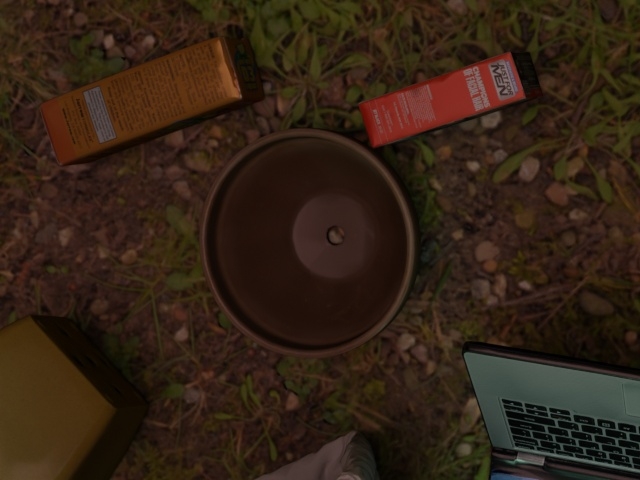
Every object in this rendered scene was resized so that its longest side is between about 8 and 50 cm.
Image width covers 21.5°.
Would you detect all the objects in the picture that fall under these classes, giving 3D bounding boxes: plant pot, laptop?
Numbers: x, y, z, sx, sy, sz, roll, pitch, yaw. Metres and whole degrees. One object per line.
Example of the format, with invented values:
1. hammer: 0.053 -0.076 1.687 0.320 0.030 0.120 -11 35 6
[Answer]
1. plant pot: -0.317 0.196 1.858 0.187 0.212 0.212 -45 80 5
2. laptop: 0.323 0.309 1.630 0.381 0.408 0.236 8 65 17
3. plant pot: 0.000 0.000 1.772 0.237 0.110 0.237 1 94 19

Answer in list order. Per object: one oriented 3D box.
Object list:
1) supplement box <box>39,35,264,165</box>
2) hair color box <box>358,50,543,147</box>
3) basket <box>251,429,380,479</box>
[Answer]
1. supplement box: -0.183 -0.152 1.839 0.233 0.078 0.080 -20 88 20
2. hair color box: 0.134 -0.144 1.722 0.167 0.093 0.053 -19 90 20
3. basket: -0.051 0.386 1.678 0.331 0.328 0.266 -25 89 1
